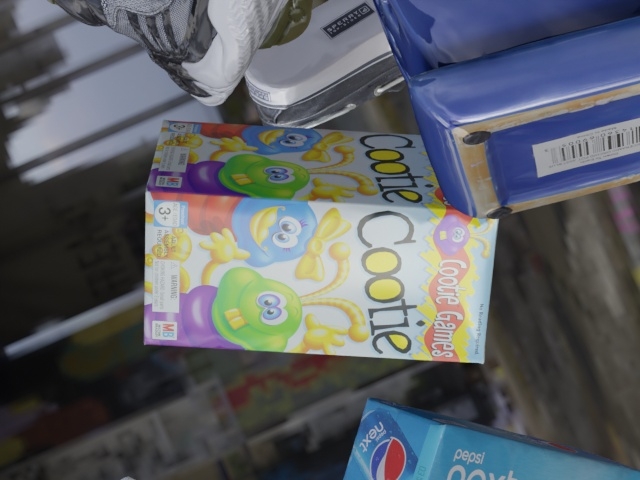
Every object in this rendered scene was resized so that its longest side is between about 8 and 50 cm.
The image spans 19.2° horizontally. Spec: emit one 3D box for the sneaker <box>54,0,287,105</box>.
[{"bbox_3d":[-0.095,-0.157,1.082,0.153,0.101,0.268,31,172,-5],"label":"sneaker"}]

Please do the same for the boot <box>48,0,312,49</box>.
[{"bbox_3d":[-0.115,-0.283,1.603,0.269,0.236,0.089,-86,11,-52],"label":"boot"}]

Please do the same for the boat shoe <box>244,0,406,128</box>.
[{"bbox_3d":[0.066,-0.200,1.923,0.108,0.301,0.102,51,166,36],"label":"boat shoe"}]

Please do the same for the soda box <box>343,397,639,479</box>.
[{"bbox_3d":[0.110,0.154,1.167,0.210,0.071,0.067,18,178,-43],"label":"soda box"}]

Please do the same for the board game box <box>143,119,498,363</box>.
[{"bbox_3d":[0.000,0.000,1.548,0.142,0.275,0.144,-88,0,-63],"label":"board game box"}]

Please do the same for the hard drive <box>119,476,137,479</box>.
[{"bbox_3d":[-0.146,0.410,1.618,0.233,0.353,0.047,35,146,-17],"label":"hard drive"}]

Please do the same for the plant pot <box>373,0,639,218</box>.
[{"bbox_3d":[0.159,-0.153,1.318,0.236,0.236,0.212,65,-167,-66],"label":"plant pot"}]
